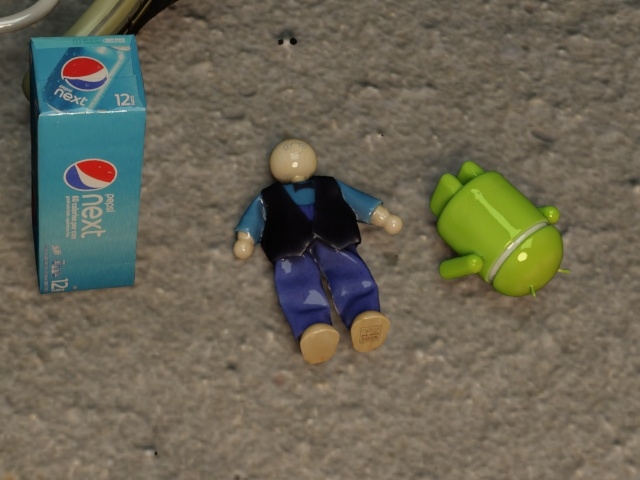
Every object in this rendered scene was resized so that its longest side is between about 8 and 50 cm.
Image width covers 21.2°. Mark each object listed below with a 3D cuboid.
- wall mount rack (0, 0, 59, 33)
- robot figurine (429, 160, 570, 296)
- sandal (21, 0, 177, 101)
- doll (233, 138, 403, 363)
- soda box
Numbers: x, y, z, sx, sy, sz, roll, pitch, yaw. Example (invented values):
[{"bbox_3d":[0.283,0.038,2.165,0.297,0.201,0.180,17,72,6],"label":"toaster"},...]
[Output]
[{"bbox_3d":[-0.373,-0.274,1.326,0.350,0.130,0.304,1,51,-1],"label":"wall mount rack"},{"bbox_3d":[0.134,-0.006,1.284,0.101,0.067,0.115,-30,66,-35],"label":"robot figurine"},{"bbox_3d":[-0.147,-0.227,1.348,0.086,0.120,0.303,37,58,2],"label":"sandal"},{"bbox_3d":[0.000,0.000,1.269,0.129,0.046,0.189,-13,53,-7],"label":"doll"},{"bbox_3d":[-0.162,-0.048,1.174,0.071,0.210,0.067,-4,57,-12],"label":"soda box"}]
